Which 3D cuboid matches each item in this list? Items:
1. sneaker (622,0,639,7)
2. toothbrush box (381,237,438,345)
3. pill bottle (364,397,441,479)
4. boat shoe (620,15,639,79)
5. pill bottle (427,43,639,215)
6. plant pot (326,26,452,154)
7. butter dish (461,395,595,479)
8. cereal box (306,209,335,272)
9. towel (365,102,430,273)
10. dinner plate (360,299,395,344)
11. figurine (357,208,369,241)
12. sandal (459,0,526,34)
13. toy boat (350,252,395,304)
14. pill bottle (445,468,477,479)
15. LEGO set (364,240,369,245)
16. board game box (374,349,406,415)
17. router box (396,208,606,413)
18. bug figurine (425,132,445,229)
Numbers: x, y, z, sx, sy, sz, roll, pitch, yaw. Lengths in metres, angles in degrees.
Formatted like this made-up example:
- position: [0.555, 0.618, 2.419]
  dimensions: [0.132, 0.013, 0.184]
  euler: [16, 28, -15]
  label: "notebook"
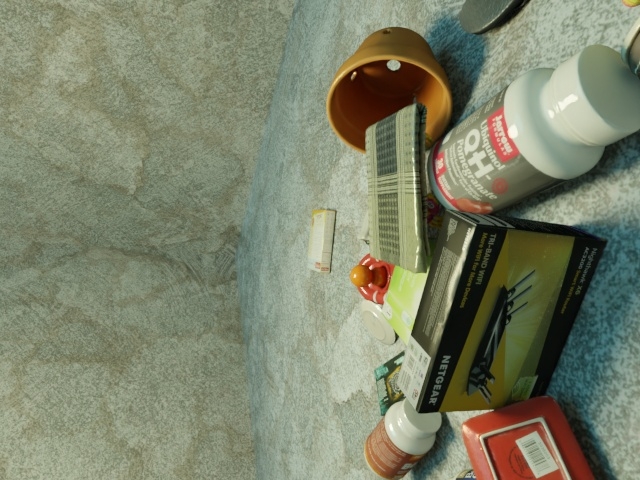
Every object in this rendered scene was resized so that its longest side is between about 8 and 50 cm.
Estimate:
- position: [0.422, -0.342, 0.583]
  dimensions: [0.081, 0.208, 0.094]
  euler: [31, 139, 19]
  label: "sneaker"
- position: [0.257, 0.137, 0.947]
  dimensions: [0.283, 0.122, 0.206]
  euler: [-128, 47, -60]
  label: "toothbrush box"
- position: [0.190, 0.451, 1.055]
  dimensions: [0.121, 0.121, 0.216]
  euler: [-106, 29, -45]
  label: "pill bottle"
- position: [0.474, -0.264, 0.462]
  dimensions: [0.324, 0.116, 0.097]
  euler: [-39, 45, 56]
  label: "boat shoe"
- position: [0.329, -0.160, 0.738]
  dimensions: [0.318, 0.176, 0.177]
  euler: [143, 129, -64]
  label: "pill bottle"
- position: [0.174, -0.376, 1.119]
  dimensions: [0.291, 0.290, 0.204]
  euler: [124, 162, -53]
  label: "plant pot"
- position: [0.329, 0.347, 0.720]
  dimensions: [0.159, 0.118, 0.160]
  euler: [-27, 56, 20]
  label: "butter dish"
- position: [0.000, 0.000, 1.794]
  dimensions: [0.173, 0.047, 0.240]
  euler: [-168, 83, -70]
  label: "cereal box"
- position: [0.163, -0.101, 0.968]
  dimensions: [0.312, 0.056, 0.325]
  euler: [-157, 64, -78]
  label: "towel"
- position: [0.152, 0.230, 1.264]
  dimensions: [0.141, 0.017, 0.141]
  euler: [42, 147, 35]
  label: "dinner plate"
- position: [0.190, -0.097, 1.261]
  dimensions: [0.215, 0.092, 0.210]
  euler: [178, 104, -71]
  label: "figurine"
- position: [0.377, -0.487, 0.886]
  dimensions: [0.254, 0.054, 0.097]
  euler: [-24, 69, 57]
  label: "sandal"
- position: [0.148, 0.096, 1.210]
  dimensions: [0.231, 0.151, 0.151]
  euler: [170, 104, -69]
  label: "toy boat"
- position: [0.290, 0.459, 0.815]
  dimensions: [0.169, 0.094, 0.094]
  euler: [128, 142, -56]
  label: "pill bottle"
- position: [0.150, 0.018, 1.274]
  dimensions: [0.083, 0.054, 0.024]
  euler: [34, -108, -71]
  label: "LEGO set"
- position: [0.198, 0.372, 1.190]
  dimensions: [0.186, 0.026, 0.126]
  euler: [124, 146, -53]
  label: "board game box"
- position: [0.276, 0.119, 0.721]
  dimensions: [0.081, 0.242, 0.309]
  euler: [-130, 48, -63]
  label: "router box"
- position: [0.232, -0.141, 1.025]
  dimensions: [0.279, 0.072, 0.216]
  euler: [57, 152, 25]
  label: "bug figurine"
